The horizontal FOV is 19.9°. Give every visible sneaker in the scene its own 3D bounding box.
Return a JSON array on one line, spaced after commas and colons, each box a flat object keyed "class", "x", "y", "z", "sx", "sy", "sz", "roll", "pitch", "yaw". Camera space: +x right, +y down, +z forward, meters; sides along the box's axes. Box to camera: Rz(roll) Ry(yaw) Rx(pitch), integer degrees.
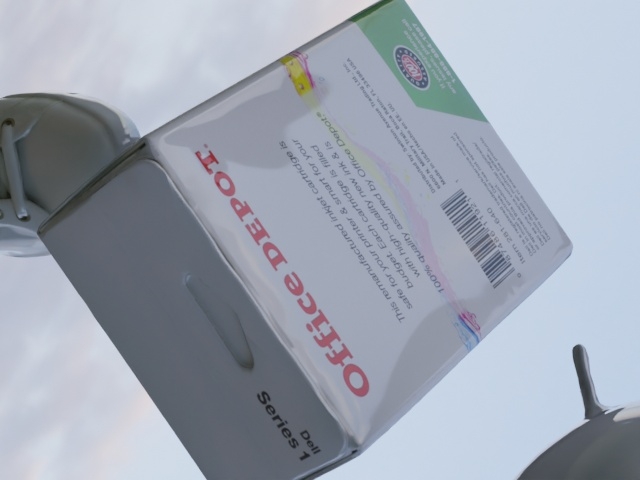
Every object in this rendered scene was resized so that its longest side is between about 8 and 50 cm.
[{"class": "sneaker", "x": -0.246, "y": -0.030, "z": 1.155, "sx": 0.290, "sy": 0.106, "sz": 0.123, "roll": -5, "pitch": -170, "yaw": 33}]

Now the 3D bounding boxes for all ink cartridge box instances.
[{"class": "ink cartridge box", "x": 0.000, "y": 0.000, "z": 1.073, "sx": 0.117, "sy": 0.201, "sz": 0.278, "roll": -33, "pitch": -178, "yaw": 40}]

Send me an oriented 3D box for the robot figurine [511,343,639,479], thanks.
[{"class": "robot figurine", "x": 0.206, "y": 0.215, "z": 0.858, "sx": 0.300, "sy": 0.353, "sz": 0.200, "roll": -42, "pitch": 171, "yaw": -22}]
